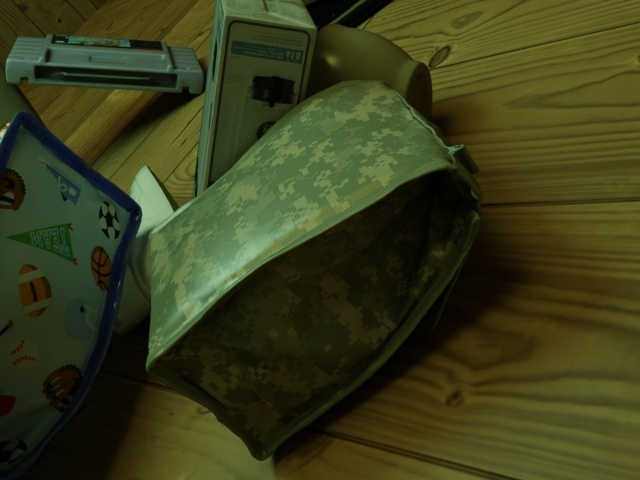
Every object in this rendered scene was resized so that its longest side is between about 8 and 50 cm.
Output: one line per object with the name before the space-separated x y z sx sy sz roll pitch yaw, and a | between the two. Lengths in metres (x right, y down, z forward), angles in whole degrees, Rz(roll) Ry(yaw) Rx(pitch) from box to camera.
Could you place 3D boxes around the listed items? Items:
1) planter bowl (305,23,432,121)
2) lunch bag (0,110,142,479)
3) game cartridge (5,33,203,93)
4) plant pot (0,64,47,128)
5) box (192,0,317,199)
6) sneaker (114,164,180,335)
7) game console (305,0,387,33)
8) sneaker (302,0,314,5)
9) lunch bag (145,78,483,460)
planter bowl | 0.057 -0.149 0.917 0.109 0.162 0.162 9 50 23
lunch bag | -0.401 0.101 0.892 0.327 0.239 0.386 -21 47 28
game cartridge | -0.416 -0.349 1.653 0.354 0.068 0.230 0 28 -15
plant pot | -0.610 -0.158 1.617 0.256 0.274 0.256 -32 28 19
box | -0.080 -0.108 0.893 0.169 0.087 0.290 -106 24 -59
sneaker | -0.249 0.010 1.099 0.169 0.108 0.292 -37 29 0
game console | 0.109 -0.499 1.443 0.386 0.060 0.342 -35 38 13
sneaker | -0.065 -0.494 1.442 0.322 0.130 0.236 19 64 44
lunch bag | 0.000 0.000 0.734 0.287 0.169 0.235 -41 27 10
